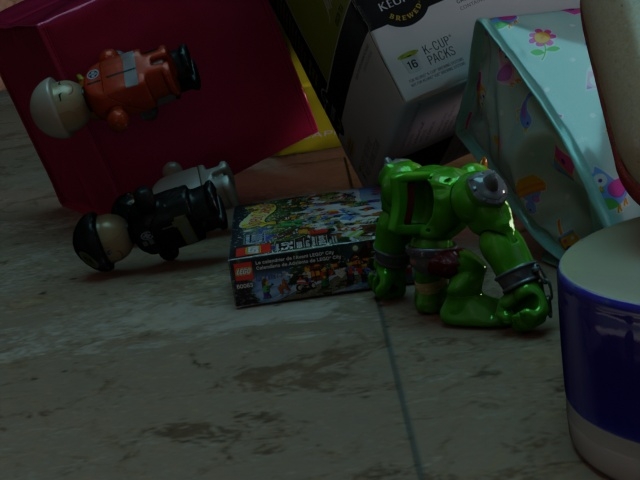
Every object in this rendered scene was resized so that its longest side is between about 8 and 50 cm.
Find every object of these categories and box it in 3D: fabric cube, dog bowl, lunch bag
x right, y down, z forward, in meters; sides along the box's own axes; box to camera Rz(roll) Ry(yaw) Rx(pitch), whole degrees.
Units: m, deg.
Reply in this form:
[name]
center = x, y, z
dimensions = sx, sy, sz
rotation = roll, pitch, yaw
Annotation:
[fabric cube]
center = -0.204, -0.191, 1.707
dimensions = 0.258, 0.254, 0.259
rotation = -31, 22, -21
[dog bowl]
center = 0.266, 0.051, 0.813
dimensions = 0.265, 0.104, 0.265
rotation = -8, 13, 2
[lunch bag]
center = 0.270, -0.080, 1.251
dimensions = 0.223, 0.160, 0.262
rotation = -12, 47, -20

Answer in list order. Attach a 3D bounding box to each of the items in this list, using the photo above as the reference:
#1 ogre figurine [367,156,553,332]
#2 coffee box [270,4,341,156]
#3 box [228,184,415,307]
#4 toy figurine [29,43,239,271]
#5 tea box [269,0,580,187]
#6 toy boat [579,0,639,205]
[ogre figurine]
center = 0.097, -0.001, 1.110
dimensions = 0.097, 0.118, 0.197
rotation = -10, 14, -11
[coffee box]
center = 0.067, -0.346, 1.887
dimensions = 0.337, 0.334, 0.338
rotation = -10, -24, -7
[box]
center = 0.000, 0.000, 1.330
dimensions = 0.159, 0.044, 0.233
rotation = -8, 13, -1
[toy figurine]
center = -0.183, -0.086, 1.455
dimensions = 0.148, 0.213, 0.209
rotation = -18, 10, 6
[tea box]
center = 0.088, -0.264, 1.499
dimensions = 0.220, 0.323, 0.329
rotation = -25, -10, -10
[toy boat]
center = 0.240, -0.087, 0.895
dimensions = 0.151, 0.151, 0.231
rotation = -7, 55, 3
